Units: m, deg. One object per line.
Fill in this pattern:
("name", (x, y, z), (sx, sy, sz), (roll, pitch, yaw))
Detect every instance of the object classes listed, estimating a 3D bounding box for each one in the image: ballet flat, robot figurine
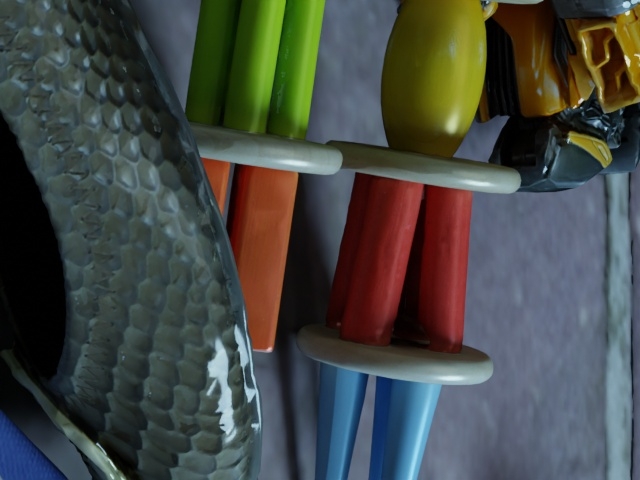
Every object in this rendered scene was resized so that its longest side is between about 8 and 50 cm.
("ballet flat", (-0.065, -0.040, 0.349), (0.058, 0.084, 0.250), (-27, 125, -21))
("robot figurine", (0.098, -0.151, 0.617), (0.291, 0.085, 0.211), (-57, 131, -45))

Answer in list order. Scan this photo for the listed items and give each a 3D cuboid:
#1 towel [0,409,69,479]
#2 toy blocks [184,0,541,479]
("towel", (-0.087, 0.208, 0.327), (0.243, 0.040, 0.336), (56, 40, -35))
("toy blocks", (0.000, 0.000, 0.468), (0.123, 0.054, 0.148), (3, 96, -50))
